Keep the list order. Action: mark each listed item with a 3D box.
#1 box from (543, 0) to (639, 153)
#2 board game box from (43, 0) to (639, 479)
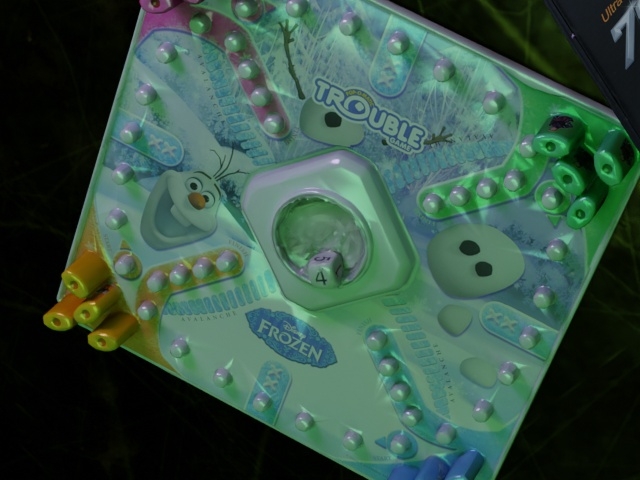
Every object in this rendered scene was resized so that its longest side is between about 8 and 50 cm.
[{"bbox_3d":[0.280,-0.174,1.188,0.295,0.073,0.293,-49,56,35],"label":"box"},{"bbox_3d":[0.000,0.000,1.511,0.390,0.050,0.390,27,124,10],"label":"board game box"}]
